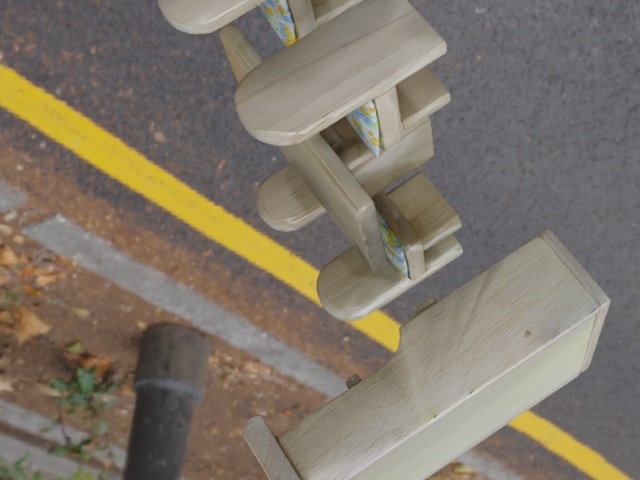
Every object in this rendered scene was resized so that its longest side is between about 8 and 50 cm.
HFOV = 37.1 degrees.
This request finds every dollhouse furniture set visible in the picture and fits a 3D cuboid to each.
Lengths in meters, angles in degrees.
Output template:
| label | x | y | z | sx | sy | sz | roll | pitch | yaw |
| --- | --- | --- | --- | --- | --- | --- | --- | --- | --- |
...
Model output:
| label | x | y | z | sx | sy | sz | roll | pitch | yaw |
| --- | --- | --- | --- | --- | --- | --- | --- | --- | --- |
| dollhouse furniture set | 0.000 | 0.000 | 0.488 | 0.161 | 0.242 | 0.212 | -33 | 154 | -6 |
